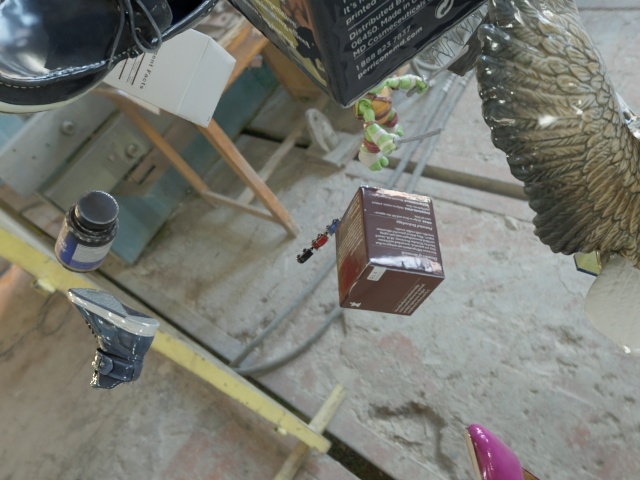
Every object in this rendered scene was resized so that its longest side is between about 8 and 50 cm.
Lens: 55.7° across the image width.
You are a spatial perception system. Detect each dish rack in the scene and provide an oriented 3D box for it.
[{"bbox_3d":[0.321,-0.531,1.508,0.208,0.074,0.271,-56,44,12],"label":"dish rack"}]

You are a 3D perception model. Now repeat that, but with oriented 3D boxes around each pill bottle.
[{"bbox_3d":[-0.558,-0.021,1.455,0.219,0.123,0.122,-47,29,45],"label":"pill bottle"}]

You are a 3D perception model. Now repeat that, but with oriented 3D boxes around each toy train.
[{"bbox_3d":[0.000,0.000,1.526,0.158,0.027,0.036,-45,15,-2],"label":"toy train"}]

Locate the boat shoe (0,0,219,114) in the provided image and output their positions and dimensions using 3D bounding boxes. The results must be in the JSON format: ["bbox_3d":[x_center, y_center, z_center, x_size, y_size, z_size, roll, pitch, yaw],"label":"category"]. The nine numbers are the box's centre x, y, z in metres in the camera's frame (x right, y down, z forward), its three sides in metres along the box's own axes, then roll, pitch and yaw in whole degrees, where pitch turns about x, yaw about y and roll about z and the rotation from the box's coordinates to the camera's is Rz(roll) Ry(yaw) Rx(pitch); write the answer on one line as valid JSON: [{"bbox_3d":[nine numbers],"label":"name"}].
[{"bbox_3d":[-0.305,-0.335,0.860,0.156,0.186,0.500,-18,21,42],"label":"boat shoe"}]

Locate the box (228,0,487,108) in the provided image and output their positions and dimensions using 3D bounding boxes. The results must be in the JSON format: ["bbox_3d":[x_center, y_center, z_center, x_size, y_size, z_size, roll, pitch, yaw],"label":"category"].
[{"bbox_3d":[-0.027,-0.334,0.360,0.212,0.395,0.293,-39,65,-6],"label":"box"}]

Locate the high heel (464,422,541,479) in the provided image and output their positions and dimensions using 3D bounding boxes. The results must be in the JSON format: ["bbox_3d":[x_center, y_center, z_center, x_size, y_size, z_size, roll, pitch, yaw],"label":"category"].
[{"bbox_3d":[0.363,0.393,0.965,0.181,0.377,0.127,-26,32,12],"label":"high heel"}]

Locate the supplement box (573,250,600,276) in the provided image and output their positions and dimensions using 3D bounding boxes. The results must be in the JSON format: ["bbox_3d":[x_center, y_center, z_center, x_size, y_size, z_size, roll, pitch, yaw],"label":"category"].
[{"bbox_3d":[0.550,0.024,1.173,0.083,0.083,0.056,18,32,4],"label":"supplement box"}]

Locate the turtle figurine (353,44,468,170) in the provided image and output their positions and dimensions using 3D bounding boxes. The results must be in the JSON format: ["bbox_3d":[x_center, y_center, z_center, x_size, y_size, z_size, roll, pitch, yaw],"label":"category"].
[{"bbox_3d":[0.175,-0.259,1.316,0.275,0.266,0.197,-4,70,0],"label":"turtle figurine"}]

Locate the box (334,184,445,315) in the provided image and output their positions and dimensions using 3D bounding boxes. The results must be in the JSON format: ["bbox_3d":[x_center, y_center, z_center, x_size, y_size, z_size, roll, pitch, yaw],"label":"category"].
[{"bbox_3d":[0.136,0.023,1.258,0.168,0.167,0.203,120,154,-51],"label":"box"}]

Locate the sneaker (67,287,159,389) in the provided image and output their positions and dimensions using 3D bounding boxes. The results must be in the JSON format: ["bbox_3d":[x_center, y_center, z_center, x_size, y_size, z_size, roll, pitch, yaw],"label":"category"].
[{"bbox_3d":[-0.424,0.193,1.167,0.226,0.086,0.163,23,99,28],"label":"sneaker"}]

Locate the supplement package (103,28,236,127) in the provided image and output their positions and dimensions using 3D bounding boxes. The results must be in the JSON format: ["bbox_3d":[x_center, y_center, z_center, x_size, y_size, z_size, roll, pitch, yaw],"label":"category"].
[{"bbox_3d":[-0.367,-0.392,1.318,0.293,0.177,0.175,26,95,8],"label":"supplement package"}]

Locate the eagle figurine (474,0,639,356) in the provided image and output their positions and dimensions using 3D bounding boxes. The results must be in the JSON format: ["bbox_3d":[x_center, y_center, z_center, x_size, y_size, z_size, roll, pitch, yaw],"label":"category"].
[{"bbox_3d":[0.242,-0.077,0.453,0.225,0.298,0.226,36,74,30],"label":"eagle figurine"}]
